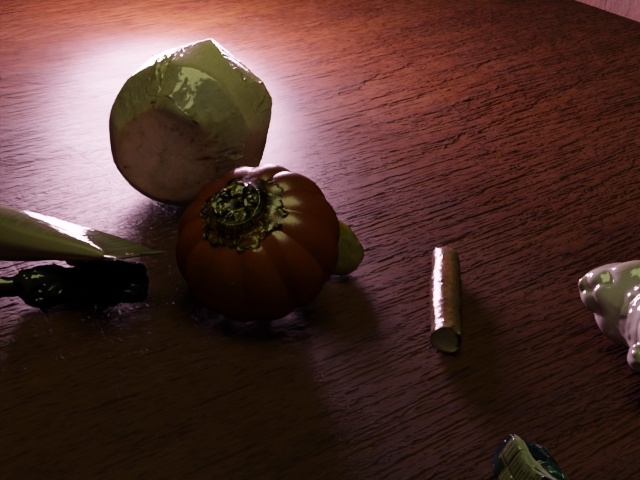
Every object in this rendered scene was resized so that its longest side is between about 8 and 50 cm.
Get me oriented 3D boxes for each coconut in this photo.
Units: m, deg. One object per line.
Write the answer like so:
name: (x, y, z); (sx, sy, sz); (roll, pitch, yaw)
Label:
coconut: (-0.194, -0.185, 2.234); (0.245, 0.245, 0.247); (12, 32, 10)

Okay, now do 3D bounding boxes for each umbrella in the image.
umbrella: (-0.346, 0.053, 1.887); (0.248, 0.070, 0.071); (1, 26, -16)

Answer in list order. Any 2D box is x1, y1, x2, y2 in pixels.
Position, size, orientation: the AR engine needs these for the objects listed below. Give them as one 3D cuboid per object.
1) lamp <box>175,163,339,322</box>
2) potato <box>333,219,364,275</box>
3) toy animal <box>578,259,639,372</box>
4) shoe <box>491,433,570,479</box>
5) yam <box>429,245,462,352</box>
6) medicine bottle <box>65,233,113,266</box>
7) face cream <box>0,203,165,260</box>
lamp: (-0.083, 0.003, 1.918); (0.223, 0.196, 0.223); (-7, 57, 11)
potato: (0.000, 0.000, 2.095); (0.138, 0.070, 0.092); (23, 30, 30)
toy animal: (0.501, 0.113, 1.893); (0.258, 0.193, 0.357); (-11, 21, -15)
shoe: (0.248, 0.274, 1.606); (0.071, 0.064, 0.143); (14, 24, -33)
yam: (0.174, 0.075, 2.016); (0.046, 0.046, 0.264); (8, 26, 1)
medicine bottle: (-0.330, 0.011, 1.997); (0.089, 0.052, 0.052); (9, 25, 3)
face cream: (-0.387, -0.004, 1.923); (0.341, 0.084, 0.137); (8, 5, 19)
